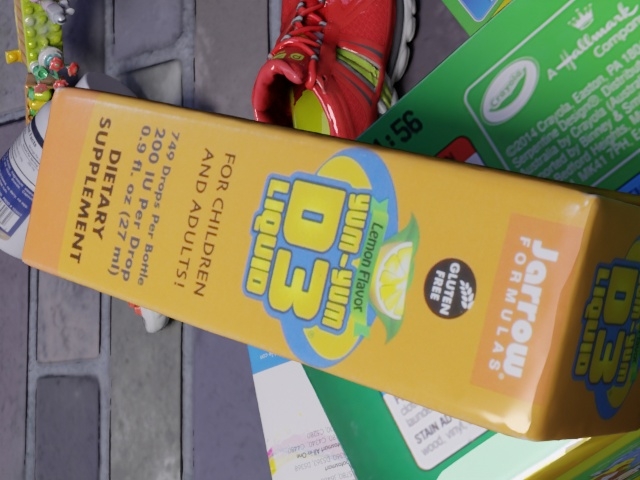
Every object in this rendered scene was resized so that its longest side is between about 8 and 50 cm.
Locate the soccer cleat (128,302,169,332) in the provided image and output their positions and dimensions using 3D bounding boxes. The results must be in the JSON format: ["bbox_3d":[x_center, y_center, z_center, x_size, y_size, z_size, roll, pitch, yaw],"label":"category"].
[{"bbox_3d":[-0.129,-0.018,0.975,0.068,0.076,0.196,-160,68,-70],"label":"soccer cleat"}]

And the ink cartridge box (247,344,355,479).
[{"bbox_3d":[0.033,0.151,0.781,0.078,0.134,0.231,-22,70,31],"label":"ink cartridge box"}]

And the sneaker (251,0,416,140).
[{"bbox_3d":[0.002,-0.131,0.859,0.107,0.118,0.278,-9,77,34],"label":"sneaker"}]

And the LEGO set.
[{"bbox_3d":[-0.204,-0.211,1.010,0.287,0.132,0.107,-56,50,15],"label":"LEGO set"}]

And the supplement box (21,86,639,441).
[{"bbox_3d":[0.000,0.000,0.406,0.234,0.080,0.078,14,93,35],"label":"supplement box"}]

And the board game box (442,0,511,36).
[{"bbox_3d":[0.162,-0.288,0.716,0.317,0.046,0.213,-53,53,33],"label":"board game box"}]

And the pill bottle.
[{"bbox_3d":[-0.231,-0.068,1.035,0.169,0.094,0.094,-46,59,21],"label":"pill bottle"}]

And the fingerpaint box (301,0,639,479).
[{"bbox_3d":[0.254,-0.050,0.504,0.445,0.371,0.163,-41,61,26],"label":"fingerpaint box"}]
